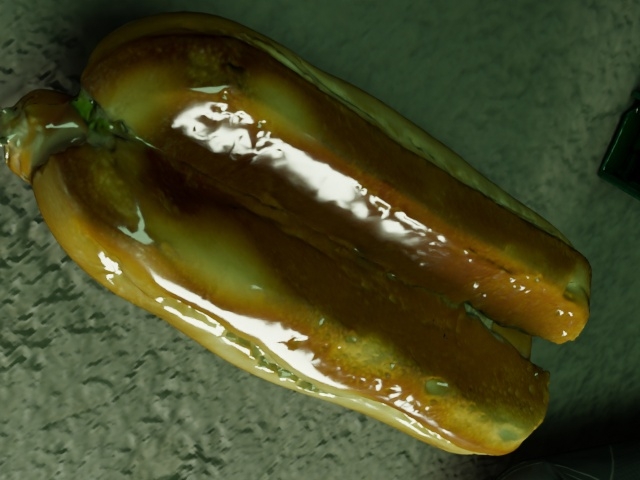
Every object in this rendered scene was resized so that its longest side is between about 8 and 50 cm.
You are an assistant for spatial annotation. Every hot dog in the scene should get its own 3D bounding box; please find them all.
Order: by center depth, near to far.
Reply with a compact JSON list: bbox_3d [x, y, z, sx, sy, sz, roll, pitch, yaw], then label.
[{"bbox_3d":[0.000,0.000,0.609,0.337,0.100,0.135,27,88,-40],"label":"hot dog"}]

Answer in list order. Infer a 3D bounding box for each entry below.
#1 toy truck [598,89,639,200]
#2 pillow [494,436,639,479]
[{"bbox_3d":[0.242,-0.048,0.762,0.147,0.065,0.079,9,110,-36],"label":"toy truck"},{"bbox_3d":[0.216,0.183,0.839,0.335,0.092,0.161,-5,134,-33],"label":"pillow"}]
